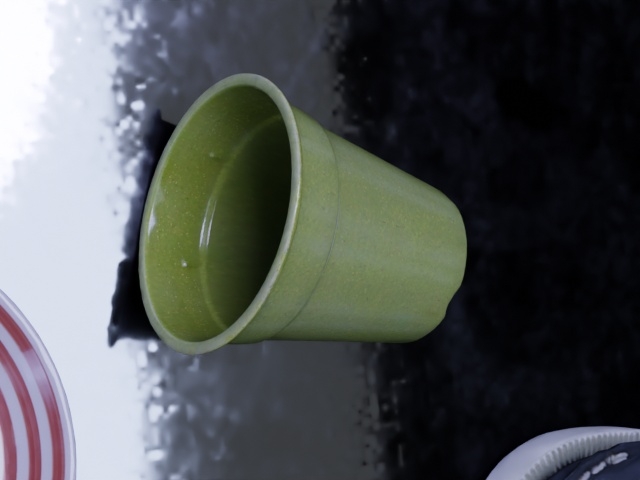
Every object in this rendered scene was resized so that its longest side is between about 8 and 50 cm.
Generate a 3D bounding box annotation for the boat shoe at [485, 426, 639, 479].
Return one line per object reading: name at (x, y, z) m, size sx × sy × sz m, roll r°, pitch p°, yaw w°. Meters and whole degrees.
boat shoe at (0.224, 0.109, 0.507) m, size 0.340 × 0.113 × 0.127 m, roll 7°, pitch 84°, yaw -23°

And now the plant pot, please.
plant pot at (0.000, 0.000, 0.439) m, size 0.079 × 0.083 × 0.083 m, roll 15°, pitch 81°, yaw -34°

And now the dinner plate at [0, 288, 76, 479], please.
dinner plate at (-0.139, 0.065, 0.402) m, size 0.141 × 0.017 × 0.141 m, roll 2°, pitch 86°, yaw -25°
